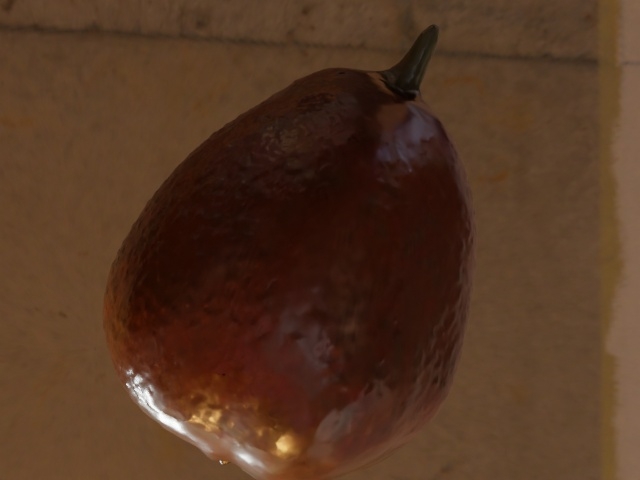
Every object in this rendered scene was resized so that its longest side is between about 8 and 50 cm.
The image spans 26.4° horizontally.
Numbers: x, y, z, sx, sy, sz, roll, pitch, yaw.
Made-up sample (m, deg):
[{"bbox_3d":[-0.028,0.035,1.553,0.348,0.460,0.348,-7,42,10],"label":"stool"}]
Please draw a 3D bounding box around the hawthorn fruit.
[{"bbox_3d":[0.000,0.000,0.710,0.199,0.199,0.251,23,-84,-7],"label":"hawthorn fruit"}]
